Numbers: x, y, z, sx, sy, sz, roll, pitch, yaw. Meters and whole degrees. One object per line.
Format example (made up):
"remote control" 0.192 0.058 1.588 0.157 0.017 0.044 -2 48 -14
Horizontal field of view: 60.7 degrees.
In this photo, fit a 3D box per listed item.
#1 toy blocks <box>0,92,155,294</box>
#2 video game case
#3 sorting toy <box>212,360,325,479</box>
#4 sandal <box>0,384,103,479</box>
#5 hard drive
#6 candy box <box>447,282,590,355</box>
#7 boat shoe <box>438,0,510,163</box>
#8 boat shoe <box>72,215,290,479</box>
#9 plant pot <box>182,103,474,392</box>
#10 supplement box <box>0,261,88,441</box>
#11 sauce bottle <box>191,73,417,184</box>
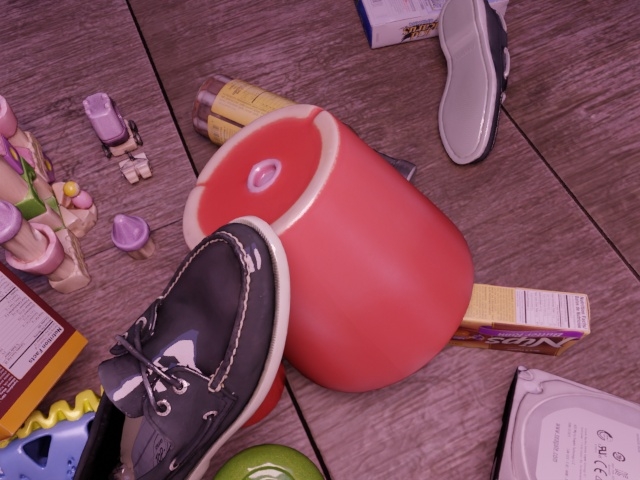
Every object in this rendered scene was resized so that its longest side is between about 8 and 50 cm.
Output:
"toy blocks" -0.401 -0.089 0.730 0.309 0.260 0.288 -25 64 -9
"video game case" 0.179 -0.489 1.011 0.244 0.061 0.269 -12 63 -2
"sorting toy" -0.057 0.212 0.513 0.127 0.126 0.365 -13 52 -15
"sandal" -0.262 0.248 0.633 0.317 0.126 0.138 -25 71 -7
"hard drive" 0.344 0.262 0.532 0.339 0.064 0.237 18 30 19
"candy box" 0.220 0.099 0.684 0.187 0.109 0.053 6 64 6
"boat shoe" 0.254 -0.257 0.867 0.091 0.114 0.302 13 75 -33
"boat shoe" -0.139 0.127 0.473 0.113 0.340 0.127 -3 44 -48
"plant pot" 0.000 0.000 0.615 0.275 0.243 0.275 -22 45 24
"supplement box" -0.404 0.117 0.582 0.191 0.194 0.129 -27 23 30
"sauce bottle" -0.026 -0.143 0.822 0.344 0.111 0.111 27 68 14
